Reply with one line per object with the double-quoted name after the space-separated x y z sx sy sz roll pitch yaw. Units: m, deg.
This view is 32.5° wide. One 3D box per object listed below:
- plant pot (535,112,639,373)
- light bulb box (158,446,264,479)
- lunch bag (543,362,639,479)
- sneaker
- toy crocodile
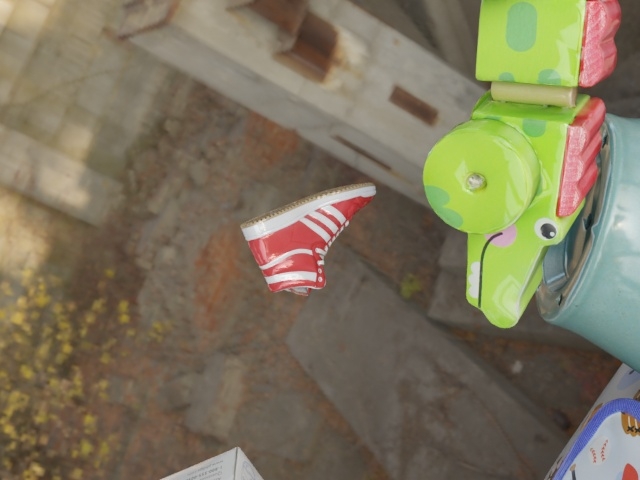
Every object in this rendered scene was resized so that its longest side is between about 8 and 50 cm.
0.327 0.012 0.920 0.271 0.255 0.271 -166 90 -88 "plant pot"
-0.189 0.458 1.107 0.358 0.225 0.361 -25 28 15 "light bulb box"
0.324 0.302 1.087 0.327 0.239 0.385 -65 -7 22 "lunch bag"
0.000 0.000 0.819 0.042 0.118 0.067 -10 100 58 "sneaker"
0.129 -0.109 0.640 0.105 0.115 0.340 11 113 23 "toy crocodile"
